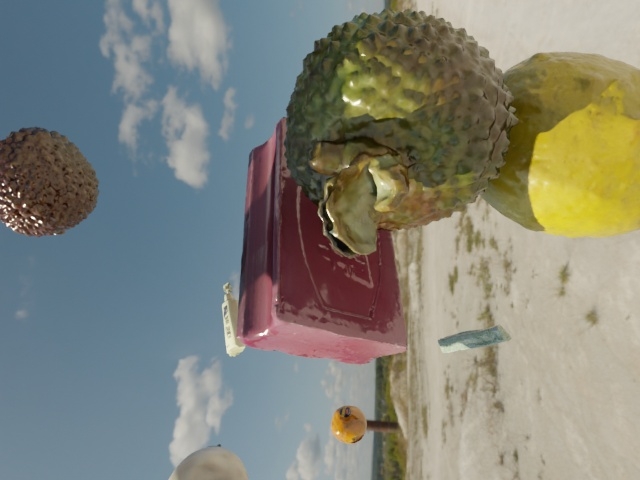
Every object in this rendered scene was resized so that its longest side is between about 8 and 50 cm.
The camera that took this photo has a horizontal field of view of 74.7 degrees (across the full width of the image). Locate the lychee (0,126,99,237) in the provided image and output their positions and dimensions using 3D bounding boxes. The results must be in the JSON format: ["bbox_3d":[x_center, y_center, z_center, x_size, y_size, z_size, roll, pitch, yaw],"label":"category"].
[{"bbox_3d":[-0.660,-0.135,1.006,0.236,0.236,0.271,-74,-4,-59],"label":"lychee"}]

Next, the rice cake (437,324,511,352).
[{"bbox_3d":[0.286,0.187,0.795,0.171,0.029,0.033,-39,70,58],"label":"rice cake"}]

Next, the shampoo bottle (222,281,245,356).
[{"bbox_3d":[-0.172,0.149,0.814,0.049,0.034,0.141,118,143,-51],"label":"shampoo bottle"}]

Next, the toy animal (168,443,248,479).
[{"bbox_3d":[-0.198,0.484,0.745,0.235,0.165,0.187,23,103,63],"label":"toy animal"}]

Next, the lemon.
[{"bbox_3d":[0.381,-0.137,0.642,0.316,0.285,0.285,61,178,18],"label":"lemon"}]

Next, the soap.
[{"bbox_3d":[0.000,0.000,0.680,0.128,0.233,0.360,-37,44,43],"label":"soap"}]

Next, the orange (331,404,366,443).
[{"bbox_3d":[0.064,0.419,0.956,0.083,0.083,0.084,2,-90,-82],"label":"orange"}]

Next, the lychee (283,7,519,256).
[{"bbox_3d":[0.086,-0.135,0.508,0.320,0.270,0.270,-15,-71,-53],"label":"lychee"}]
